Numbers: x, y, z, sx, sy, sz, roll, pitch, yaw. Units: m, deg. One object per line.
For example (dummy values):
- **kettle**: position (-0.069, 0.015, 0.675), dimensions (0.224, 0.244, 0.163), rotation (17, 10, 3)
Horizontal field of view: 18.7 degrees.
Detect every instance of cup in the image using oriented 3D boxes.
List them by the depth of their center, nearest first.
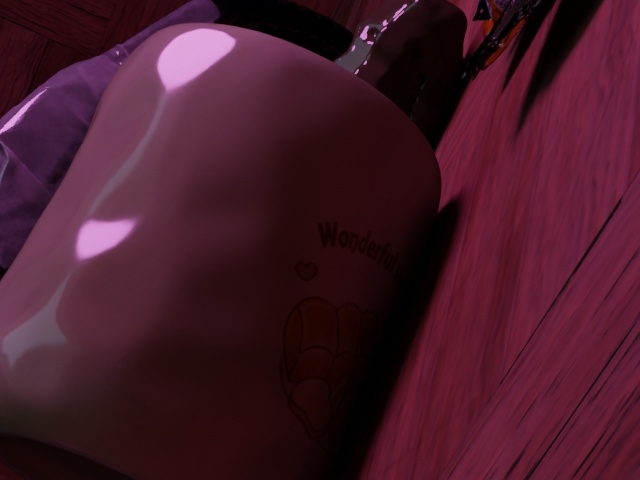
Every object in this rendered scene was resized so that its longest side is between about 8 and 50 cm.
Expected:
- **cup**: position (-0.063, 0.038, 0.930), dimensions (0.202, 0.173, 0.255), rotation (-65, 5, -20)

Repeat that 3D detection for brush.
- **brush**: position (0.000, 0.000, 1.085), dimensions (0.084, 0.071, 0.301), rotation (-140, 74, -82)

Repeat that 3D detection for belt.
- **belt**: position (-0.085, -0.030, 1.162), dimensions (0.289, 0.184, 0.164), rotation (-34, -6, -26)

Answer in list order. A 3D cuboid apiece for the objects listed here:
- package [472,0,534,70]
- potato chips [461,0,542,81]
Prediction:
- **package**: position (0.097, -0.136, 0.908), dimensions (0.077, 0.033, 0.110), rotation (-76, 10, -58)
- **potato chips**: position (0.118, -0.157, 0.809), dimensions (0.209, 0.026, 0.142), rotation (-58, 12, 20)
